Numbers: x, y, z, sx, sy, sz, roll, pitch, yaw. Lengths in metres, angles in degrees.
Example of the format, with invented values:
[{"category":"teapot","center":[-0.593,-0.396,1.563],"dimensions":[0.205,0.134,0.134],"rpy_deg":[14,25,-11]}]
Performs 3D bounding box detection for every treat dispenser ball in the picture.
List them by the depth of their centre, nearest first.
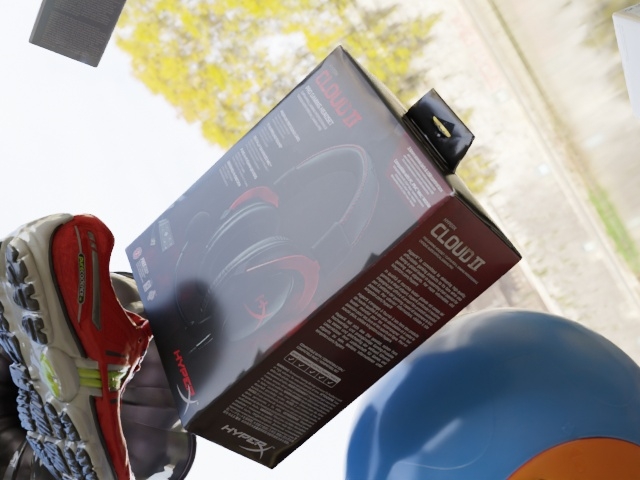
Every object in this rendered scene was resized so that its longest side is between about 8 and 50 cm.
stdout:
[{"category":"treat dispenser ball","center":[0.163,0.201,0.818],"dimensions":[0.288,0.288,0.288],"rpy_deg":[54,-165,-22]}]

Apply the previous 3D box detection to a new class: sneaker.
[{"category":"sneaker","center":[-0.179,0.108,0.779],"dimensions":[0.118,0.107,0.279],"rpy_deg":[-29,-59,-40]}]

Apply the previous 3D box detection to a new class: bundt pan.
[{"category":"bundt pan","center":[-0.292,0.168,1.036],"dimensions":[0.124,0.331,0.331],"rpy_deg":[72,172,-74]}]

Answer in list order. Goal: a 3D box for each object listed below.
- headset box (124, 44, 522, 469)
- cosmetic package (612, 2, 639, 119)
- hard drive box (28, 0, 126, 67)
[{"category":"headset box","center":[0.000,0.000,0.763],"dimensions":[0.110,0.293,0.218],"rpy_deg":[37,-163,-43]},{"category":"cosmetic package","center":[0.482,-0.207,1.174],"dimensions":[0.309,0.113,0.160],"rpy_deg":[-101,-8,-70]},{"category":"hard drive box","center":[-0.250,-0.350,1.103],"dimensions":[0.089,0.232,0.181],"rpy_deg":[19,-133,-21]}]
